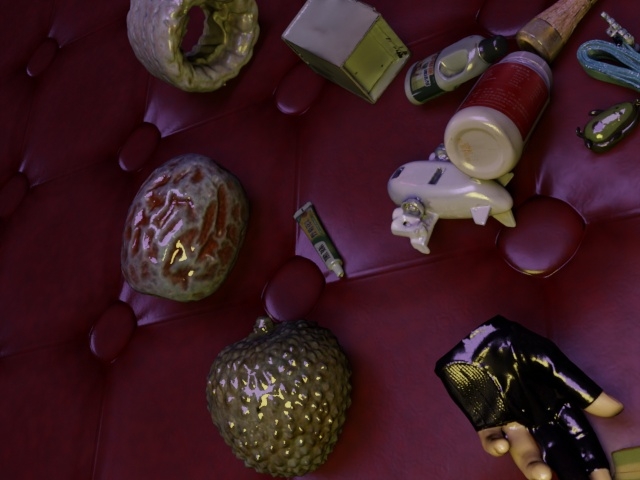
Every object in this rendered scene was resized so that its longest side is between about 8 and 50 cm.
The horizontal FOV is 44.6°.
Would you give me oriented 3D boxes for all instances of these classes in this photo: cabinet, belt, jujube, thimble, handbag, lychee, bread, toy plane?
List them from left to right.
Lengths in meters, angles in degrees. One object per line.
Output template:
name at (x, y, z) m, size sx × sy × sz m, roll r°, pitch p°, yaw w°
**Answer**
jujube at (-0.277, -0.027, 1.616) m, size 0.215 × 0.246 × 0.308 m, roll 156°, pitch 124°, yaw -78°
thimble at (-0.305, -0.504, 1.844) m, size 0.195 × 0.291 × 0.292 m, roll 26°, pitch 84°, yaw 40°
lychee at (-0.065, 0.262, 1.338) m, size 0.255 × 0.255 × 0.274 m, roll -23°, pitch 88°, yaw 24°
cabinet at (0.057, -0.415, 1.639) m, size 0.150 × 0.145 × 0.206 m, roll -53°, pitch 50°, yaw 1°
toy plane at (0.227, -0.079, 1.378) m, size 0.244 × 0.117 × 0.245 m, roll -19°, pitch 42°, yaw 18°
handbag at (0.483, -0.195, 1.296) m, size 0.111 × 0.047 × 0.072 m, roll -38°, pitch 52°, yaw 16°
belt at (0.525, -0.304, 1.316) m, size 0.179 × 0.065 × 0.100 m, roll 42°, pitch 103°, yaw 39°
bread at (0.478, 0.316, 1.065) m, size 0.139 × 0.084 × 0.074 m, roll -40°, pitch 43°, yaw 54°

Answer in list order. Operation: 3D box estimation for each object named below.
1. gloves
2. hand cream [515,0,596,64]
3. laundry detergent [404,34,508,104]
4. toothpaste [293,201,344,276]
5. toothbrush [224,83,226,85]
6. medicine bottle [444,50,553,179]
gloves at (0.312, 0.242, 1.129) m, size 0.197 × 0.152 × 0.301 m, roll -45°, pitch 49°, yaw 18°
hand cream at (0.448, -0.416, 1.416) m, size 0.203 × 0.084 × 0.084 m, roll -47°, pitch 49°, yaw 0°
laundry detergent at (0.256, -0.327, 1.458) m, size 0.225 × 0.070 × 0.099 m, roll -14°, pitch 40°, yaw 53°
toothpaste at (0.000, 0.000, 1.547) m, size 0.049 × 0.031 × 0.204 m, roll -40°, pitch 48°, yaw 11°
toothbrush at (-0.290, -0.406, 1.966) m, size 0.162 × 0.014 × 0.017 m, roll 27°, pitch 103°, yaw 40°
medicine bottle at (0.306, -0.217, 1.318) m, size 0.131 × 0.131 × 0.250 m, roll 0°, pitch 37°, yaw 35°
